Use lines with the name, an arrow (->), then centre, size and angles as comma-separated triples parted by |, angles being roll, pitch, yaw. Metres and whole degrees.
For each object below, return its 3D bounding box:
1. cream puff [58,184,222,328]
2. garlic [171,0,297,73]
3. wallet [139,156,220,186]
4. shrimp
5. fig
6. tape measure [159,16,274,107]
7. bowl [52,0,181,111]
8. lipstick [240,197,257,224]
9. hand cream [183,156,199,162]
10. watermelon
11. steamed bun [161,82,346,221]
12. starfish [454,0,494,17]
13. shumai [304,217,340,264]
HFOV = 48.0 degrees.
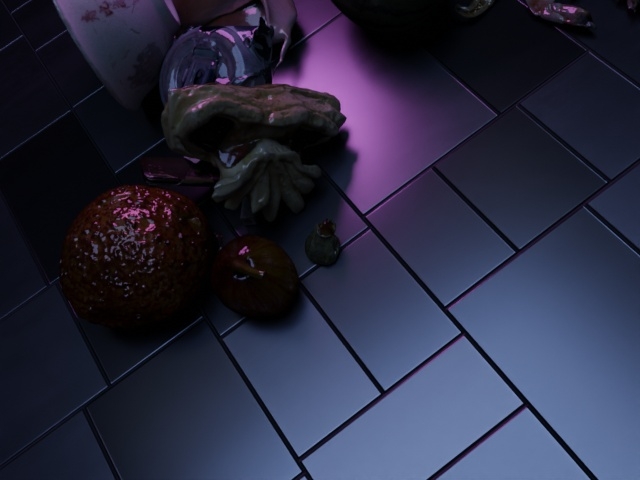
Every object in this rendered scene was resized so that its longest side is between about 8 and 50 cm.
cream puff -> -0.391, 0.022, 1.483 | 0.350, 0.229, 0.351 | -8, 59, 14
garlic -> -0.208, -0.579, 1.748 | 0.339, 0.231, 0.246 | 22, 68, 31
wallet -> -0.273, -0.153, 1.571 | 0.232, 0.031, 0.122 | 0, 30, -22
shrimp -> 0.607, -0.566, 1.606 | 0.247, 0.085, 0.360 | -44, 55, -3
fig -> -0.142, 0.062, 1.403 | 0.175, 0.207, 0.175 | -6, 71, 18
tape measure -> -0.242, -0.370, 1.648 | 0.256, 0.147, 0.275 | 7, 89, 24
bowl -> -0.451, -0.537, 1.670 | 0.195, 0.435, 0.435 | -25, 59, 3
lipstick -> -0.153, -0.097, 1.591 | 0.030, 0.030, 0.129 | -4, 60, 14
hand cream -> -0.168, -0.226, 1.603 | 0.276, 0.059, 0.095 | -23, 24, -20
watermelon -> 0.140, -0.628, 1.646 | 0.279, 0.279, 0.359 | -40, 61, -7
steamed bun -> -0.123, -0.183, 1.484 | 0.189, 0.427, 0.247 | 51, 129, 34
starfish -> 0.414, -0.662, 1.688 | 0.375, 0.094, 0.327 | 14, 83, 39
shumai -> 0.000, 0.000, 1.468 | 0.082, 0.080, 0.083 | -19, 62, 7
